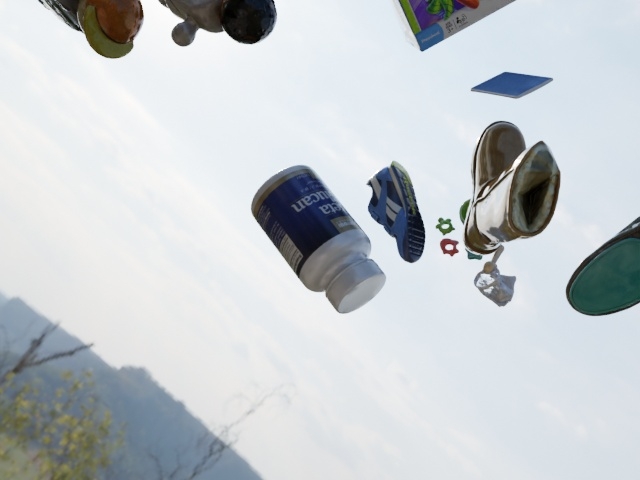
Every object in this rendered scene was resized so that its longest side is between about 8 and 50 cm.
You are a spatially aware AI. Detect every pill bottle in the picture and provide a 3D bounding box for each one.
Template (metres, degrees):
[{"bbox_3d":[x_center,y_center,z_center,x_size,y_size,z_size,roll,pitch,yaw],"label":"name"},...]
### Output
[{"bbox_3d":[0.000,0.000,0.984,0.169,0.094,0.094,52,-13,24],"label":"pill bottle"}]

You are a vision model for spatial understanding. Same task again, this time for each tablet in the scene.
[{"bbox_3d":[0.210,-0.171,0.935,0.083,0.054,0.006,30,-36,58],"label":"tablet"}]

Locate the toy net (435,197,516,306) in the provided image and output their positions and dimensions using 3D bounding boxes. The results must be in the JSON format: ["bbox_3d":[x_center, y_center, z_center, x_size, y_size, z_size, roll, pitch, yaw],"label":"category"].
[{"bbox_3d":[0.308,0.027,1.675,0.045,0.122,0.232,67,7,-58],"label":"toy net"}]

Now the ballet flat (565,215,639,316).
[{"bbox_3d":[0.342,0.001,0.857,0.072,0.213,0.068,48,22,2],"label":"ballet flat"}]

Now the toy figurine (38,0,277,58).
[{"bbox_3d":[-0.117,-0.251,0.659,0.148,0.213,0.209,32,-61,37],"label":"toy figurine"}]

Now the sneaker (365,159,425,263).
[{"bbox_3d":[0.099,-0.032,1.125,0.059,0.144,0.053,-23,-27,26],"label":"sneaker"}]

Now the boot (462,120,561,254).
[{"bbox_3d":[0.287,-0.096,1.242,0.089,0.236,0.269,9,-9,-1],"label":"boot"}]

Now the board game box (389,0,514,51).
[{"bbox_3d":[0.242,-0.463,1.220,0.233,0.347,0.078,60,1,-28],"label":"board game box"}]
